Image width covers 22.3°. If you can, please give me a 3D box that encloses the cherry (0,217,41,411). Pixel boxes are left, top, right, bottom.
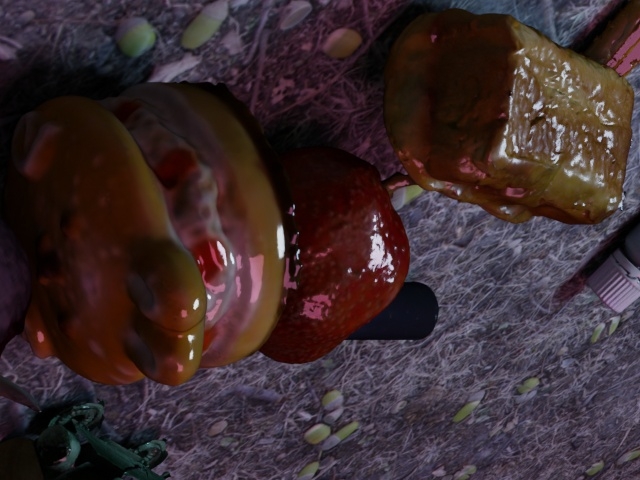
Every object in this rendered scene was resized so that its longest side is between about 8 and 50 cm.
[{"bbox_3d":[-0.356,0.071,1.287,0.296,0.218,0.255,23,117,-7],"label":"cherry"}]

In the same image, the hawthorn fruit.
[{"bbox_3d":[0.000,0.000,1.632,0.253,0.205,0.205,-36,151,-18],"label":"hawthorn fruit"}]

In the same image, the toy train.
[{"bbox_3d":[-0.261,0.295,1.836,0.189,0.126,0.307,-38,151,3],"label":"toy train"}]

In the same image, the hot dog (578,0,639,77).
[{"bbox_3d":[0.322,-0.202,1.829,0.165,0.045,0.071,-47,151,18],"label":"hot dog"}]

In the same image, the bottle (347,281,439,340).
[{"bbox_3d":[0.041,0.079,1.904,0.244,0.072,0.082,2,128,-48],"label":"bottle"}]

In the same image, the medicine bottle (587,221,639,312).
[{"bbox_3d":[0.461,0.010,2.238,0.203,0.083,0.083,-43,150,15],"label":"medicine bottle"}]

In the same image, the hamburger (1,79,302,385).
[{"bbox_3d":[-0.156,0.010,1.370,0.186,0.303,0.261,-15,135,-38],"label":"hamburger"}]

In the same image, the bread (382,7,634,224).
[{"bbox_3d":[0.196,-0.121,1.683,0.344,0.149,0.195,16,83,-56],"label":"bread"}]
